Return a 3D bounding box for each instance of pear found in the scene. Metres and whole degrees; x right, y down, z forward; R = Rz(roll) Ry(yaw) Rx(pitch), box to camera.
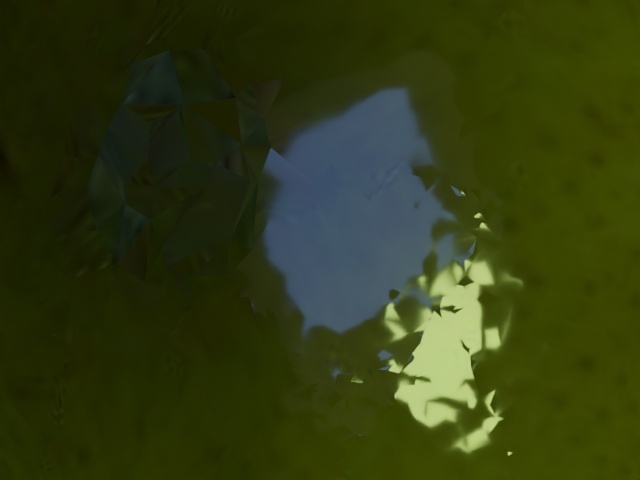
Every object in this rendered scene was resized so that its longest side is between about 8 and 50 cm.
[{"bbox_3d":[0.000,0.000,0.447,0.340,0.191,0.386,-40,70,22],"label":"pear"}]
